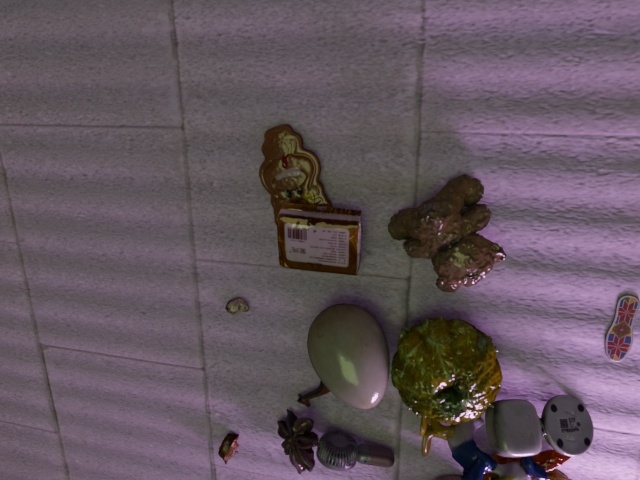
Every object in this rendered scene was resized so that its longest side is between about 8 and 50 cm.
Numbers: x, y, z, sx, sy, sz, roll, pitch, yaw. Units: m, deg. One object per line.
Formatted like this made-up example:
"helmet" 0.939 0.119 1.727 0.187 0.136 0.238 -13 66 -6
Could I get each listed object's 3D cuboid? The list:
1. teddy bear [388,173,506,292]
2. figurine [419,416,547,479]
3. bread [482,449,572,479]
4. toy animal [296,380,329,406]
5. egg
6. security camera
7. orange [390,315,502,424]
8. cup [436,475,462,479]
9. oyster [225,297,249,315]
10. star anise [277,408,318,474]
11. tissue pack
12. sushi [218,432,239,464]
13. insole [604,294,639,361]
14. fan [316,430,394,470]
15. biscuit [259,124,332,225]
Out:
"teddy bear" 0.331 -0.001 1.270 0.267 0.156 0.256 -33 98 22
"figurine" 0.441 0.626 1.389 0.339 0.283 0.204 3 144 19
"bread" 0.589 0.675 1.458 0.269 0.095 0.139 -16 102 25
"toy animal" 0.039 0.450 1.559 0.230 0.066 0.224 3 127 5
"egg" 0.082 0.317 1.391 0.218 0.218 0.295 -28 66 23
"security camera" 0.590 0.501 1.363 0.302 0.080 0.157 2 69 -12
"orange" 0.341 0.350 1.352 0.300 0.223 0.301 17 112 4
"cup" 0.435 0.889 1.480 0.208 0.273 0.288 -31 96 16
"oyster" -0.263 0.205 1.582 0.083 0.019 0.054 -18 104 19
"star anise" -0.068 0.645 1.607 0.212 0.073 0.196 -7 86 54
"tissue pack" 0.000 0.000 1.375 0.226 0.092 0.183 5 126 7
"sushi" -0.314 0.720 1.750 0.060 0.061 0.117 26 113 19
"insole" 0.775 0.228 1.300 0.065 0.006 0.193 7 111 13
"fan" 0.110 0.668 1.586 0.245 0.130 0.074 9 105 1
"biscuit" -0.080 -0.168 1.389 0.186 0.044 0.295 -16 104 18
